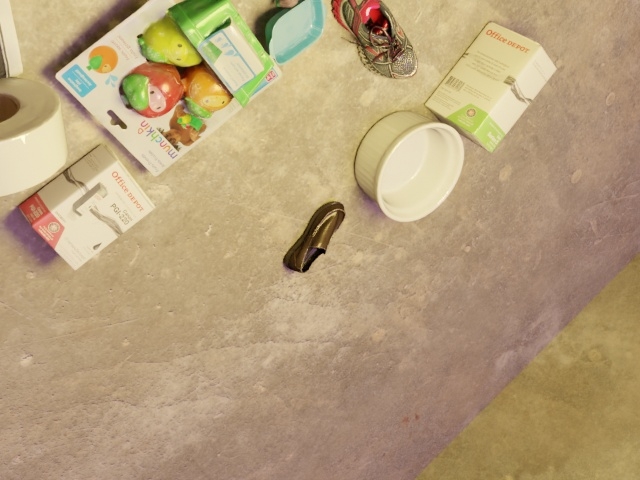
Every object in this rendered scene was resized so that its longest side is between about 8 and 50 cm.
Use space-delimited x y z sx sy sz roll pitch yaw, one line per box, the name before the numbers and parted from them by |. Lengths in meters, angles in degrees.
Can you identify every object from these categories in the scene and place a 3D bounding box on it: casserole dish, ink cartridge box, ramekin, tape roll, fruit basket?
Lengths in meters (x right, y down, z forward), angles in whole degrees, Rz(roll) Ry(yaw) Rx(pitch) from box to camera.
casserole dish | -0.058 -0.455 1.768 0.188 0.037 0.114 -43 146 -31
ink cartridge box | 0.434 -0.394 2.113 0.273 0.198 0.115 -52 137 5
ink cartridge box | -0.477 -0.069 1.704 0.218 0.092 0.158 -41 137 -10
ramekin | 0.222 -0.198 2.132 0.277 0.135 0.277 -21 130 -27
tape roll | -0.581 -0.179 1.403 0.286 0.286 0.100 -19 130 -27
fruit basket | -0.279 -0.320 1.631 0.353 0.165 0.327 -41 137 -2

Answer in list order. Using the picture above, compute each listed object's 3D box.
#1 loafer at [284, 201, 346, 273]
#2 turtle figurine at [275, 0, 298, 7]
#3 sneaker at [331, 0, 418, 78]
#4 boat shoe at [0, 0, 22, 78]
loafer | 0.000 0.000 2.138 0.080 0.078 0.220 28 100 -46
turtle figurine | -0.090 -0.576 1.635 0.175 0.118 0.234 -37 147 4
sneaker | 0.139 -0.459 1.898 0.121 0.112 0.299 -51 137 4
boat shoe | -0.584 -0.403 1.378 0.102 0.108 0.301 -24 139 -26
